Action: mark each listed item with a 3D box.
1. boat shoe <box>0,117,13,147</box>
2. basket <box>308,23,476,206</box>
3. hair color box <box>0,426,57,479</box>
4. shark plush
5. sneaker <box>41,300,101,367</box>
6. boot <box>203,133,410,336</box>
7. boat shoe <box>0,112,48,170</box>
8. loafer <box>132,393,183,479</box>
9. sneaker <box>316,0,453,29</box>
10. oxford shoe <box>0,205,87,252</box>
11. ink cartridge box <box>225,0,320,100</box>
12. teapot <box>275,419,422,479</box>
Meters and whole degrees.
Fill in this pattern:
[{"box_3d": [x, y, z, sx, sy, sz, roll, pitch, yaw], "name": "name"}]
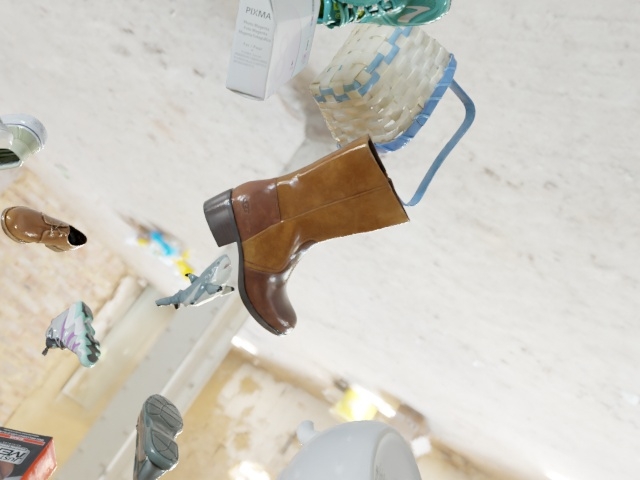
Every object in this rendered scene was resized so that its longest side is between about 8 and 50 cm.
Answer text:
[{"box_3d": [-0.523, -0.178, 1.402, 0.066, 0.063, 0.184, 12, 177, -33], "name": "boat shoe"}, {"box_3d": [0.140, -0.237, 1.586, 0.289, 0.254, 0.201, 47, 155, -25], "name": "basket"}, {"box_3d": [-0.325, 0.245, 0.885, 0.072, 0.141, 0.043, 8, 119, 10], "name": "hair color box"}, {"box_3d": [-0.230, 0.086, 1.687, 0.073, 0.161, 0.067, -3, -111, -64], "name": "shark plush"}, {"box_3d": [-0.299, 0.123, 1.066, 0.038, 0.069, 0.098, 58, -174, -42], "name": "sneaker"}, {"box_3d": [0.000, 0.000, 1.376, 0.096, 0.281, 0.264, -74, -37, -71], "name": "boot"}, {"box_3d": [-0.655, -0.175, 1.706, 0.303, 0.094, 0.109, -8, 125, 28], "name": "boat shoe"}, {"box_3d": [-0.325, 0.380, 1.738, 0.096, 0.084, 0.267, 39, -174, -14], "name": "loafer"}, {"box_3d": [0.044, -0.327, 1.246, 0.276, 0.110, 0.107, 5, 133, 12], "name": "sneaker"}, {"box_3d": [-0.547, -0.026, 1.801, 0.076, 0.076, 0.212, -4, 168, 24], "name": "oxford shoe"}, {"box_3d": [-0.039, -0.296, 1.044, 0.066, 0.189, 0.232, 21, 117, 7], "name": "ink cartridge box"}, {"box_3d": [0.016, 0.351, 1.108, 0.187, 0.252, 0.256, -14, 171, 20], "name": "teapot"}]
